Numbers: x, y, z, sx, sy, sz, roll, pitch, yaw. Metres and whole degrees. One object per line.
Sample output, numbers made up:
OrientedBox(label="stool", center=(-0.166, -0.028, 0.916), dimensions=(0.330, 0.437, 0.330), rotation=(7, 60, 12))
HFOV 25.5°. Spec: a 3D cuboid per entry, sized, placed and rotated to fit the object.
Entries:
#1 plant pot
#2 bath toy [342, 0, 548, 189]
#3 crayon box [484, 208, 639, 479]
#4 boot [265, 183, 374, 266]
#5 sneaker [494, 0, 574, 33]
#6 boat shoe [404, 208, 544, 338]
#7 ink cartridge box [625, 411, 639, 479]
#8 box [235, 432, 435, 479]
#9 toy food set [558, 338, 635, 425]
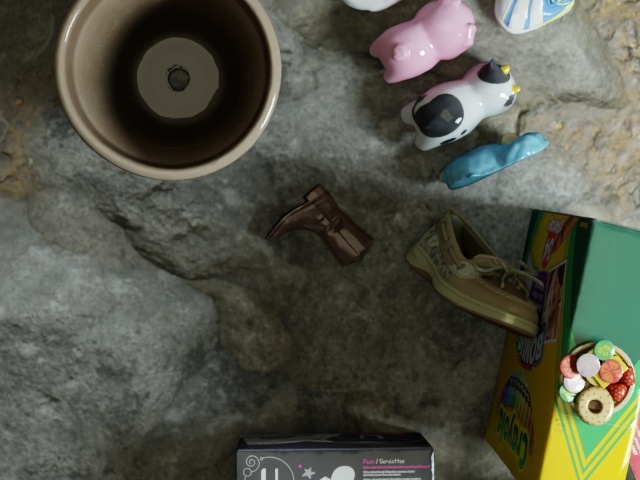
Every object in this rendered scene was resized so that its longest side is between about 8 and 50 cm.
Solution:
OrientedBox(label="plant pot", center=(-0.176, -0.205, 1.728), dimensions=(0.263, 0.229, 0.263), rotation=(0, 93, -1))
OrientedBox(label="bath toy", center=(0.151, -0.242, 1.788), dimensions=(0.151, 0.129, 0.348), rotation=(-34, 95, -34))
OrientedBox(label="crayon box", center=(0.298, 0.129, 1.692), dimensions=(0.106, 0.363, 0.313), rotation=(12, 92, -2))
OrientedBox(label="boot", center=(0.000, 0.000, 1.843), dimensions=(0.106, 0.037, 0.114), rotation=(-41, 98, 3))
OrientedBox(label="sneaker", center=(0.323, -0.355, 1.785), dimensions=(0.240, 0.126, 0.091), rotation=(-41, 93, 0))
OrientedBox(label="boat shoe", center=(0.190, 0.036, 1.725), dimensions=(0.104, 0.285, 0.089), rotation=(27, 97, -28))
OrientedBox(label="ink cartridge box", center=(0.520, 0.248, 1.828), dimensions=(0.272, 0.114, 0.197), rotation=(-22, 93, -1))
OrientedBox(label="box", center=(0.017, 0.319, 1.795), dimensions=(0.247, 0.163, 0.142), rotation=(1, 89, -2))
OrientedBox(label="toy food set", center=(0.293, 0.148, 1.500), dimensions=(0.083, 0.020, 0.082), rotation=(-40, 93, 2))
